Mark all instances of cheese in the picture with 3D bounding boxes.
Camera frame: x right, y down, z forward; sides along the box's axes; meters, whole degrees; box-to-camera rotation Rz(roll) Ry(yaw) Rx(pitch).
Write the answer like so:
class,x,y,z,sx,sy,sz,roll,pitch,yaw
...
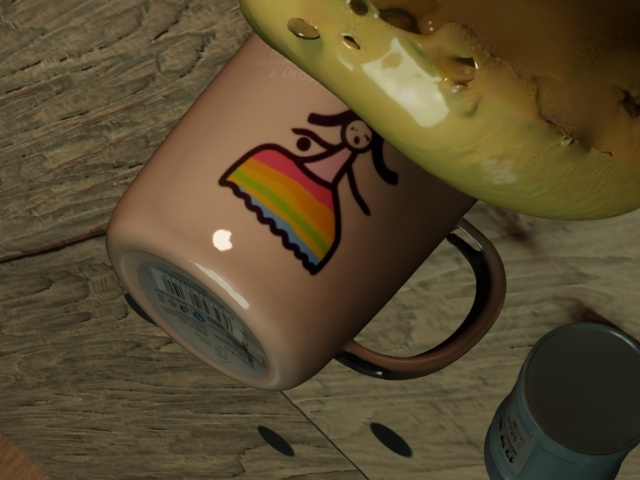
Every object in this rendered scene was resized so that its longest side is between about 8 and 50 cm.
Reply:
class,x,y,z,sx,sy,sz,roll,pitch,yaw
cheese,0.071,-0.100,0.976,0.260,0.128,0.316,25,-170,11

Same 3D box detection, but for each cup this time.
class,x,y,z,sx,sy,sz,roll,pitch,yaw
cup,0.000,0.000,1.342,0.253,0.200,0.191,41,158,-4

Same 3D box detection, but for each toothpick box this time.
class,x,y,z,sx,sy,sz,roll,pitch,yaw
toothpick box,0.179,0.132,1.442,0.101,0.101,0.153,36,156,10
